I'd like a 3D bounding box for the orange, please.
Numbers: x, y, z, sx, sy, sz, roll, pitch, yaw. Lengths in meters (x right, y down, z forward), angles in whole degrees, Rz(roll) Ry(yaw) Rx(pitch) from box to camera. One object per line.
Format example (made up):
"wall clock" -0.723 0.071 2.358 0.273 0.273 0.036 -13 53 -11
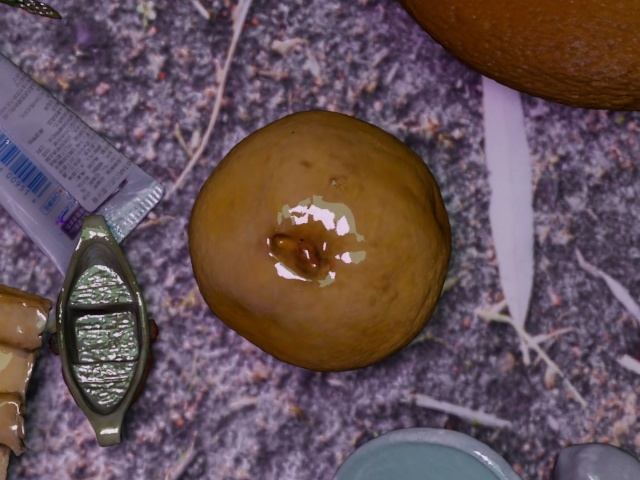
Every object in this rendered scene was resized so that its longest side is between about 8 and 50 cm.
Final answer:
"orange" 0.212 -0.271 1.145 0.357 0.322 0.322 43 75 -7

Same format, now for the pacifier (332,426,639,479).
"pacifier" 0.175 0.260 1.077 0.343 0.288 0.269 31 39 21

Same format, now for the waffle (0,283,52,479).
"waffle" -0.369 0.166 1.009 0.304 0.077 0.348 17 85 -20

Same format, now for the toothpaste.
"toothpaste" -0.267 -0.102 1.143 0.299 0.073 0.114 46 75 -16

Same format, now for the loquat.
"loquat" 0.000 0.000 1.111 0.208 0.208 0.208 2 76 -7

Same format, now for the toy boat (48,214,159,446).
"toy boat" -0.174 0.075 1.128 0.089 0.071 0.185 -5 76 -8

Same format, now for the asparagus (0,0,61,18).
"asparagus" -0.301 -0.219 1.212 0.162 0.016 0.016 19 56 -1
